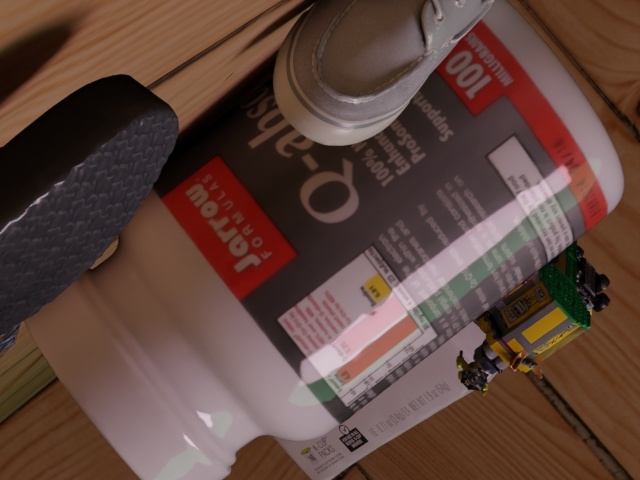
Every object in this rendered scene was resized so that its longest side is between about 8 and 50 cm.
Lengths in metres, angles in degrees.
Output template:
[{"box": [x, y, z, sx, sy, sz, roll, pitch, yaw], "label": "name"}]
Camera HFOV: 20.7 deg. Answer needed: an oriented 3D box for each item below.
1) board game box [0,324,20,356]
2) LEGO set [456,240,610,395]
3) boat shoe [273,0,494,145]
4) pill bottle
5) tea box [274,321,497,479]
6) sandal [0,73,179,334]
[{"box": [-0.212, 0.072, 0.804, 0.165, 0.042, 0.243, -40, 180, -15], "label": "board game box"}, {"box": [0.056, -0.010, 1.405, 0.192, 0.331, 0.255, -39, -158, 22], "label": "LEGO set"}, {"box": [0.054, -0.142, 0.995, 0.227, 0.079, 0.081, -49, 179, -38], "label": "boat shoe"}, {"box": [0.000, 0.000, 1.154, 0.363, 0.210, 0.210, -38, 180, -2], "label": "pill bottle"}, {"box": [0.032, 0.036, 1.878, 0.220, 0.323, 0.329, -42, -179, -43], "label": "tea box"}, {"box": [-0.152, 0.027, 0.535, 0.254, 0.054, 0.097, -39, 169, -7], "label": "sandal"}]
